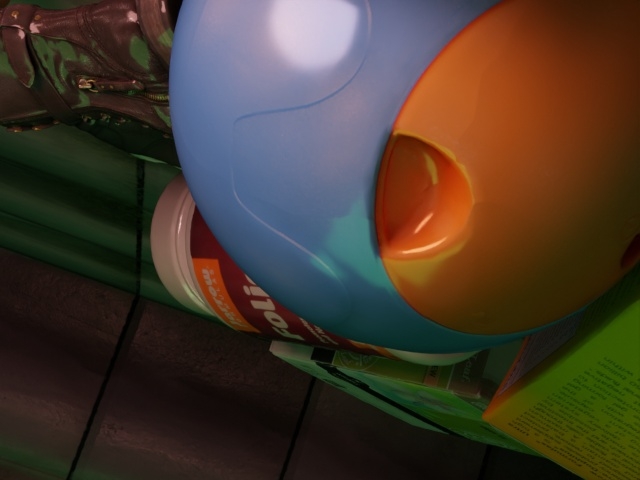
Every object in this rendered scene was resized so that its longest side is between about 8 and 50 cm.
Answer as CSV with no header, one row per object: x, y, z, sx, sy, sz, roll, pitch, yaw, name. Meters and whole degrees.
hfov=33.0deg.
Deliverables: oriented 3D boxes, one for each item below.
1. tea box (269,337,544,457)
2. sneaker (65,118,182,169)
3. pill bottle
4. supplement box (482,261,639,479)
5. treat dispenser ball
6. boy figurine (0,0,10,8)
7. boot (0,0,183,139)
0.180,0.117,1.357,0.323,0.220,0.329,5,160,43,tea box
-0.179,-0.137,1.076,0.147,0.105,0.295,22,171,-36,sneaker
0.000,0.000,1.125,0.224,0.224,0.392,29,164,-35,pill bottle
0.275,0.045,0.692,0.195,0.194,0.356,30,157,3,supplement box
0.062,-0.082,0.595,0.288,0.288,0.288,18,166,4,treat dispenser ball
-0.365,-0.270,0.851,0.177,0.092,0.285,3,157,38,boy figurine
-0.177,-0.125,0.931,0.229,0.091,0.263,-6,140,22,boot
